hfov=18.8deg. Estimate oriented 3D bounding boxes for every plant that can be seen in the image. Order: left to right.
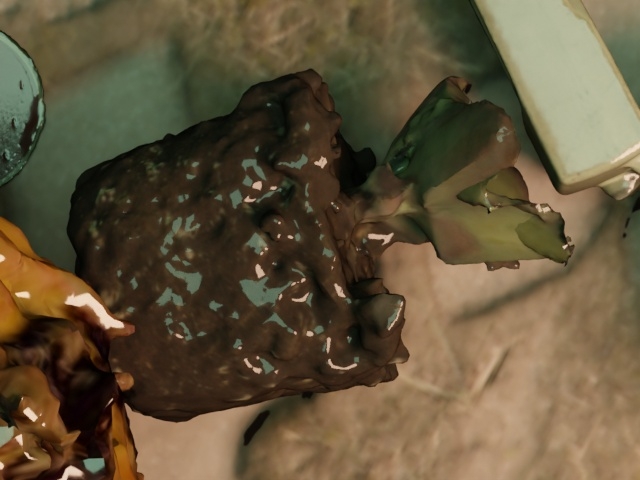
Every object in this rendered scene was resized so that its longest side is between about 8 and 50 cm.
[{"bbox_3d":[0.000,0.000,0.827,0.203,0.142,0.131,-22,79,12],"label":"plant"}]

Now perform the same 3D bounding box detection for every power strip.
[{"bbox_3d":[0.068,-0.145,0.846,0.048,0.080,0.286,-26,87,5],"label":"power strip"}]

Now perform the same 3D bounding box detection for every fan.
[{"bbox_3d":[-0.169,-0.037,0.897,0.085,0.005,0.133,-1,89,3],"label":"fan"}]

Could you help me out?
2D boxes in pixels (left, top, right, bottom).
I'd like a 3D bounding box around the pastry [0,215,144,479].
[{"bbox_3d":[-0.271,0.096,0.743,0.337,0.292,0.405,40,120,-11],"label":"pastry"}]
